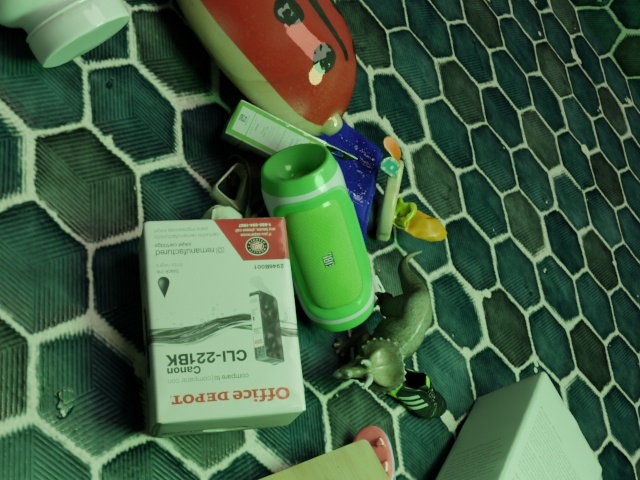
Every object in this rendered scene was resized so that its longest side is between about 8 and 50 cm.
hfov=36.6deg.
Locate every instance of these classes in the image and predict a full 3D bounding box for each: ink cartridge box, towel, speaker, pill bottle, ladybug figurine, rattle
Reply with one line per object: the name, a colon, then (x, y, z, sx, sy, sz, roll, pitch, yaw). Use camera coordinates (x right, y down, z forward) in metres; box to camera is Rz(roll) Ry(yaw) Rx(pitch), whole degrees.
ink cartridge box: (-0.137, 0.116, 1.307, 0.197, 0.114, 0.273, -2, 73, -14)
towel: (0.015, -0.097, 1.716, 0.227, 0.076, 0.308, 37, 45, -32)
speaker: (0.000, 0.000, 1.523, 0.131, 0.131, 0.297, -63, 144, -46)
pill bottle: (-0.405, -0.413, 1.310, 0.334, 0.188, 0.188, 59, 38, -8)
ink cartridge box: (-0.055, -0.151, 1.572, 0.209, 0.109, 0.062, 25, 87, -11)
ink cartridge box: (0.081, 0.099, 1.720, 0.083, 0.028, 0.048, -30, 95, -52)
ladybug figurine: (-0.081, -0.380, 1.644, 0.449, 0.162, 0.305, 55, 33, 4)
rattle: (0.170, -0.086, 1.774, 0.142, 0.200, 0.130, 22, 36, 16)

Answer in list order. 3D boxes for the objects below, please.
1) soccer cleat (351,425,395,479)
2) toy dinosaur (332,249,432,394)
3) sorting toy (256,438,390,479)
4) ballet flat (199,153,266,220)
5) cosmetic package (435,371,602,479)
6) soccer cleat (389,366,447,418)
soccer cleat: (0.096, 0.420, 1.529, 0.095, 0.083, 0.248, 40, 38, -59)
toy dinosaur: (0.126, 0.150, 1.612, 0.313, 0.160, 0.121, -48, 113, -29)
sorting toy: (0.017, 0.443, 1.362, 0.255, 0.089, 0.257, -10, 62, -44)
ballet flat: (-0.136, -0.034, 1.502, 0.096, 0.095, 0.280, 33, 36, -21)
cosmetic package: (0.335, 0.442, 1.672, 0.230, 0.161, 0.453, 59, 30, -5)
soccer cleat: (0.174, 0.265, 1.700, 0.179, 0.072, 0.060, 32, 48, -35)
